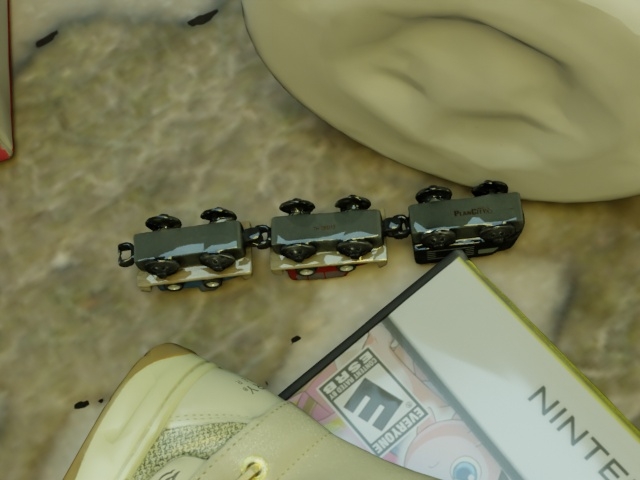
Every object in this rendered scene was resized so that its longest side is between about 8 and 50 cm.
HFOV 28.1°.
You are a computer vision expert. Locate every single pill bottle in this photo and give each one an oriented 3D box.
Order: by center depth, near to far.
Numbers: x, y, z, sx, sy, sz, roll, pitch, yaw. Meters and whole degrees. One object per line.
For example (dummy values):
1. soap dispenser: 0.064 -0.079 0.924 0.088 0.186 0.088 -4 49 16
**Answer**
1. pill bottle: 0.101 -0.190 0.489 0.176 0.176 0.318 15 70 15

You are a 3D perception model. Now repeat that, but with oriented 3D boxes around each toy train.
1. toy train: 0.000 0.000 0.500 0.158 0.036 0.027 -6 66 5

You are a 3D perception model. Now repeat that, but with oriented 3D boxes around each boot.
1. boot: -0.023 0.151 0.378 0.165 0.077 0.213 20 69 15

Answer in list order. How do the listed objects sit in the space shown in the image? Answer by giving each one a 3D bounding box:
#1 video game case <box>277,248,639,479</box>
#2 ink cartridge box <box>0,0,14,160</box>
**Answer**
1. video game case: 0.026 0.174 0.420 0.275 0.035 0.248 -39 67 -9
2. ink cartridge box: -0.263 -0.108 0.553 0.237 0.100 0.172 -10 65 4
